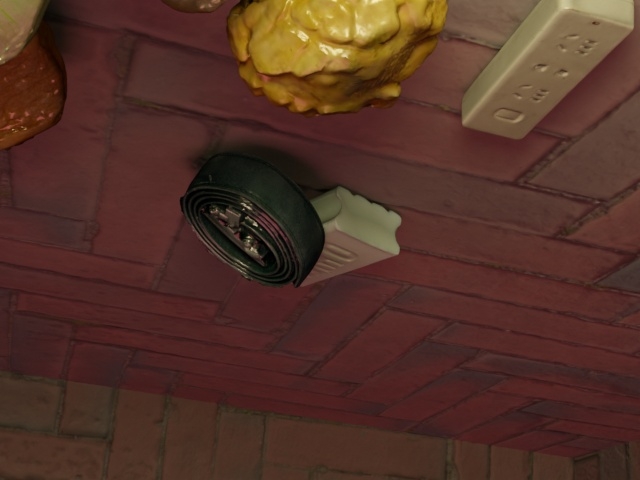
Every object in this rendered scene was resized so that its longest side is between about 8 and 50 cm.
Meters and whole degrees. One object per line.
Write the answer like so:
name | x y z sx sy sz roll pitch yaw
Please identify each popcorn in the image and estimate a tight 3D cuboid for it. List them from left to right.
popcorn | 0.025 -0.241 1.006 0.250 0.190 0.250 -11 161 -4

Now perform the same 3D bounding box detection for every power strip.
power strip | 0.274 -0.218 1.188 0.098 0.058 0.338 10 156 -13

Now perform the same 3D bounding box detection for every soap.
soap | 0.000 0.000 1.707 0.160 0.087 0.265 23 151 -35

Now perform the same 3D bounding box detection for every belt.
belt | -0.102 -0.029 1.555 0.206 0.116 0.267 -9 130 44

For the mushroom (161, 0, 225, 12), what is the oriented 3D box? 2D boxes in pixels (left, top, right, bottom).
mushroom | -0.126 -0.305 0.889 0.204 0.204 0.204 4 156 2

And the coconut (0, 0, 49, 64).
coconut | -0.356 -0.294 0.805 0.281 0.328 0.328 -2 157 -5

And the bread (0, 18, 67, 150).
bread | -0.502 -0.221 1.139 0.337 0.148 0.328 -27 154 -6
